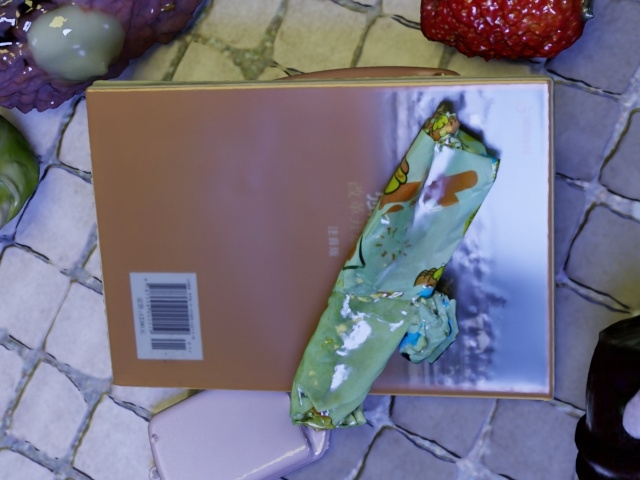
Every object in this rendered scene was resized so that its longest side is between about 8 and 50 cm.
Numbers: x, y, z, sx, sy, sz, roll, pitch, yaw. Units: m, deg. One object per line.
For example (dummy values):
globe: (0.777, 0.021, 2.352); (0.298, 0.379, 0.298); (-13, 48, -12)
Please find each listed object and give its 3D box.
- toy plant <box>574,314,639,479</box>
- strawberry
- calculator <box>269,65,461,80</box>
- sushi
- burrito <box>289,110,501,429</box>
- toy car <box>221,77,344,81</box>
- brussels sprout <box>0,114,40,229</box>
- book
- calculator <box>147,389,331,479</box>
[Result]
toy plant: (0.283, 0.171, 0.960); (0.218, 0.175, 0.235); (-4, 104, 26)
strawberry: (0.153, -0.214, 1.111); (0.148, 0.131, 0.131); (0, 78, 12)
calculator: (-0.028, -0.041, 1.177); (0.330, 0.048, 0.220); (-11, 75, 17)
sushi: (-0.249, -0.247, 1.241); (0.270, 0.171, 0.236); (-25, 70, 8)
burrito: (0.066, 0.040, 1.038); (0.104, 0.054, 0.288); (28, 109, -1)
toy car: (-0.032, -0.096, 1.122); (0.171, 0.080, 0.070); (2, 106, 17)
brussels sprout: (-0.347, -0.071, 1.266); (0.149, 0.122, 0.151); (-20, 106, 22)
book: (0.000, 0.000, 1.078); (0.374, 0.028, 0.262); (0, 105, 11)
calculator: (-0.073, 0.168, 1.153); (0.175, 0.032, 0.100); (-27, 69, 12)
